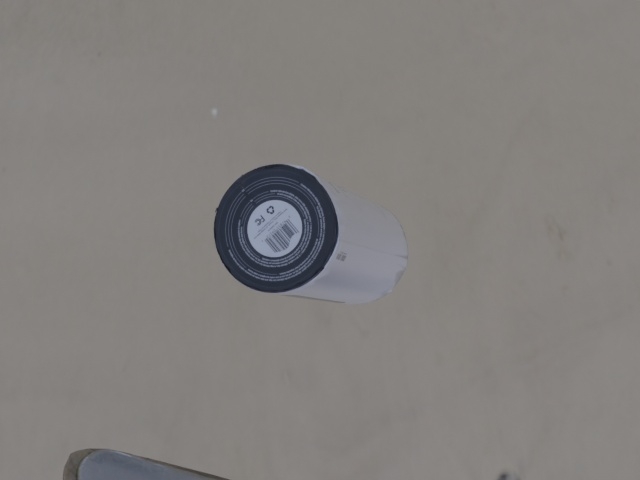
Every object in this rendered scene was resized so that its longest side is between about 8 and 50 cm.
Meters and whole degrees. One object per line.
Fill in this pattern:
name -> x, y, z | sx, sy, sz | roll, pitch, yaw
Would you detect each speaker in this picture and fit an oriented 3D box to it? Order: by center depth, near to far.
speaker -> 0.000, 0.000, 0.633 | 0.055, 0.136, 0.055 | -1, 85, 15

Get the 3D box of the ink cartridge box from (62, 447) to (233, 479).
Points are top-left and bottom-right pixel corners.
ink cartridge box -> 0.059, 0.215, 0.300 | 0.309, 0.272, 0.130 | 22, 122, -24
